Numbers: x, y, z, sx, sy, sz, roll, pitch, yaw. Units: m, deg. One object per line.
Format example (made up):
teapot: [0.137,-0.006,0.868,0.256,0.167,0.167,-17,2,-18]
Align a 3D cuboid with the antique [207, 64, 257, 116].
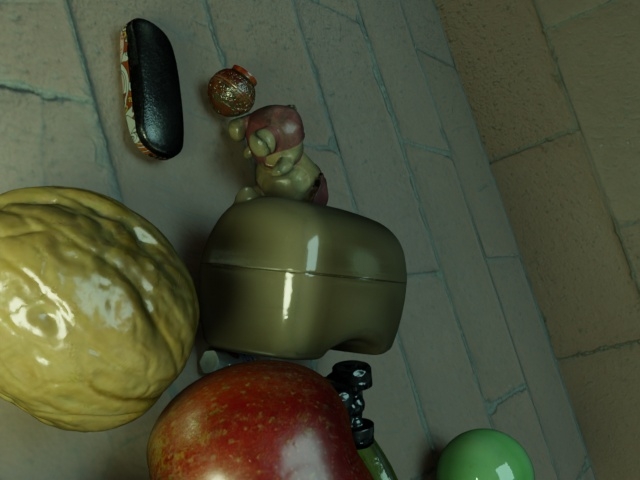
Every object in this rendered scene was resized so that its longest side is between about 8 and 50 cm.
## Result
antique: [-0.178,-0.294,1.470,0.104,0.104,0.104,36,43,-43]

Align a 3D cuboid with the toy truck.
toy truck: [-0.003,0.300,1.282,0.224,0.165,0.148,-21,110,-68]

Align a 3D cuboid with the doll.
doll: [-0.075,-0.143,1.482,0.196,0.152,0.256,-87,154,-51]

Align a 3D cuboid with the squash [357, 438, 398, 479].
squash: [0.095,0.446,1.378,0.094,0.094,0.341,4,50,-58]

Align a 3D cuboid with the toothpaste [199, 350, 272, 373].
toothpaste: [-0.132,0.222,1.270,0.194,0.042,0.067,27,46,-57]

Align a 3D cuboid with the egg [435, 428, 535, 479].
egg: [0.386,0.551,1.711,0.269,0.220,0.221,20,55,-52]

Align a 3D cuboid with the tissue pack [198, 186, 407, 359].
tissue pack: [-0.018,0.062,1.298,0.387,0.267,0.277,8,89,-55]

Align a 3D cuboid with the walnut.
walnut: [-0.297,0.076,0.884,0.313,0.252,0.277,47,35,-16]

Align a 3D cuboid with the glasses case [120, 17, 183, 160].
glasses case: [-0.295,-0.267,1.289,0.103,0.067,0.267,18,57,-52]

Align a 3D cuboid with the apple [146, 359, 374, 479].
apple: [-0.071,0.334,1.005,0.348,0.276,0.349,159,-90,-81]
